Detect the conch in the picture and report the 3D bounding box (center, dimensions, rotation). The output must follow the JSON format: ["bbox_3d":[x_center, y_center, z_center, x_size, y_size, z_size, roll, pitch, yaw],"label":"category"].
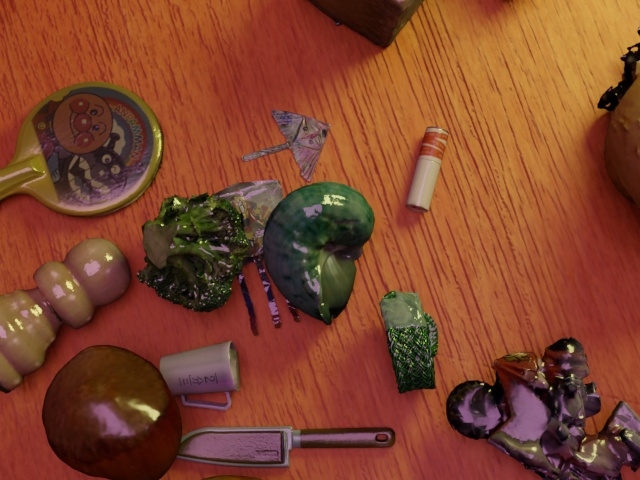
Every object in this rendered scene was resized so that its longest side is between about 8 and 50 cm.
[{"bbox_3d":[0.000,-0.003,1.428,0.134,0.196,0.202,23,60,30],"label":"conch"}]

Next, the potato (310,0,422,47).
[{"bbox_3d":[0.090,-0.440,1.450,0.189,0.264,0.211,38,88,-1],"label":"potato"}]

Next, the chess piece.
[{"bbox_3d":[-0.404,0.097,1.434,0.260,0.143,0.143,-36,80,-12],"label":"chess piece"}]

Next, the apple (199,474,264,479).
[{"bbox_3d":[-0.128,0.477,1.273,0.249,0.277,0.309,-11,53,13],"label":"apple"}]

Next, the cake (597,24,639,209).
[{"bbox_3d":[0.550,-0.188,1.394,0.332,0.332,0.321,-21,41,-2],"label":"cake"}]

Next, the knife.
[{"bbox_3d":[-0.059,0.309,1.421,0.342,0.027,0.061,0,83,2],"label":"knife"}]

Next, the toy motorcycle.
[{"bbox_3d":[0.389,0.280,1.358,0.401,0.134,0.207,33,88,9],"label":"toy motorcycle"}]

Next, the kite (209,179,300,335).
[{"bbox_3d":[-0.101,0.022,1.485,0.141,0.015,0.245,-18,78,1],"label":"kite"}]

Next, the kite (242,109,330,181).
[{"bbox_3d":[-0.050,-0.150,1.522,0.152,0.005,0.137,-28,79,-2],"label":"kite"}]

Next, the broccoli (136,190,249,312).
[{"bbox_3d":[-0.188,0.015,1.414,0.195,0.156,0.196,-3,81,21],"label":"broccoli"}]

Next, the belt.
[{"bbox_3d":[0.137,0.147,1.397,0.079,0.121,0.151,-13,74,2],"label":"belt"}]

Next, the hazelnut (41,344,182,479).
[{"bbox_3d":[-0.298,0.256,1.344,0.210,0.186,0.210,4,97,36],"label":"hazelnut"}]

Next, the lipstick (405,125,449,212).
[{"bbox_3d":[0.167,-0.111,1.488,0.038,0.038,0.131,15,80,5],"label":"lipstick"}]

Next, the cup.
[{"bbox_3d":[-0.175,0.209,1.430,0.116,0.074,0.104,-10,107,4],"label":"cup"}]

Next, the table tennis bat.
[{"bbox_3d":[-0.430,-0.123,1.509,0.368,0.054,0.224,-22,78,-6],"label":"table tennis bat"}]
